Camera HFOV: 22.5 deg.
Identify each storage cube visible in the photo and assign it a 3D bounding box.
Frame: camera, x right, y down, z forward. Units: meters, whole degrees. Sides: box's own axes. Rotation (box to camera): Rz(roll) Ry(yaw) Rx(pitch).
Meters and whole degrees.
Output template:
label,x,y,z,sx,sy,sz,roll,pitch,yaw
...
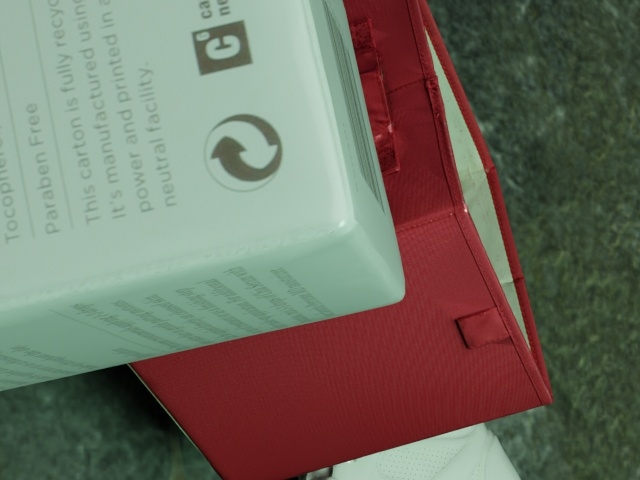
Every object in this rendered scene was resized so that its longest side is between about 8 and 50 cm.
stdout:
label,x,y,z,sx,sy,sz,roll,pitch,yaw
storage cube,0.000,0.000,0.885,0.215,0.193,0.184,61,16,-49

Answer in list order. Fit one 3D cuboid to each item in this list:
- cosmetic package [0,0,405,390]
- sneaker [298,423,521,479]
label,x,y,z,sx,sy,sz,roll,pitch,yaw
cosmetic package,-0.207,-0.012,0.669,0.453,0.230,0.161,-13,80,5
sneaker,-0.002,0.157,0.965,0.292,0.108,0.169,-25,88,-44
